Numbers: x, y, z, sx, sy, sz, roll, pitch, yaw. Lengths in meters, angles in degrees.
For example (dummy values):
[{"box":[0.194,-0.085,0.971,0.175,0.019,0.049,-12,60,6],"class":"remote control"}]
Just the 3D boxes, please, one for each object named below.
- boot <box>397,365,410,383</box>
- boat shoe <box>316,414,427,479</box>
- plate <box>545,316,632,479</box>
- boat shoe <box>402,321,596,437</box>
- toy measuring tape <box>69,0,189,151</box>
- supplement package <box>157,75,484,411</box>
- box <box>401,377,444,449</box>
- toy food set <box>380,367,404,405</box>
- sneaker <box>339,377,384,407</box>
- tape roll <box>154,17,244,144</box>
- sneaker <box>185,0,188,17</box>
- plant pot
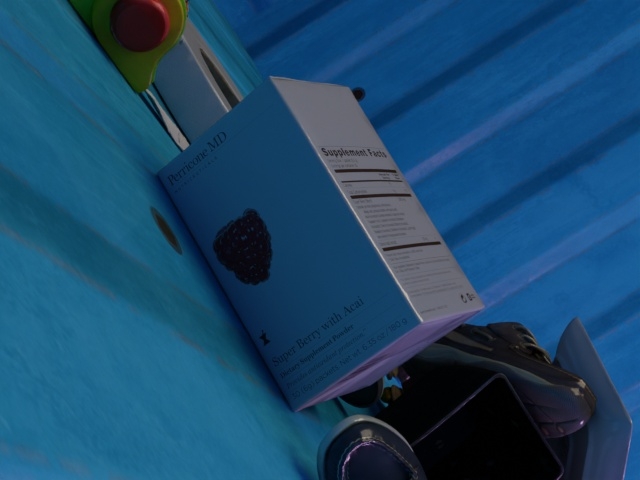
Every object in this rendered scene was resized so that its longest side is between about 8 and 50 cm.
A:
[{"box":[0.155,0.196,2.516,0.178,0.085,0.236,11,54,-87],"class":"boot"},{"box":[0.074,0.261,1.152,0.079,0.095,0.254,46,-16,51],"class":"boat shoe"},{"box":[0.359,0.292,1.749,0.277,0.045,0.278,-102,-167,-62],"class":"plate"},{"box":[0.254,0.171,1.744,0.355,0.130,0.132,13,-40,54],"class":"boat shoe"},{"box":[-0.186,-0.228,1.495,0.330,0.121,0.121,55,5,-33],"class":"toy measuring tape"},{"box":[0.000,0.000,1.295,0.293,0.177,0.175,59,26,13],"class":"supplement package"},{"box":[0.251,0.362,1.827,0.191,0.143,0.381,54,14,-35],"class":"box"},{"box":[0.128,0.287,1.940,0.132,0.038,0.192,-25,93,-80],"class":"toy food set"},{"box":[0.010,0.140,1.476,0.118,0.083,0.222,-80,147,-56],"class":"sneaker"},{"box":[-0.150,-0.181,1.835,0.392,0.072,0.392,57,5,-8],"class":"tape roll"},{"box":[-0.254,-0.397,2.069,0.221,0.087,0.083,60,5,23],"class":"sneaker"},{"box":[0.175,0.274,1.664,0.188,0.187,0.167,56,-11,-23],"class":"plant pot"}]
